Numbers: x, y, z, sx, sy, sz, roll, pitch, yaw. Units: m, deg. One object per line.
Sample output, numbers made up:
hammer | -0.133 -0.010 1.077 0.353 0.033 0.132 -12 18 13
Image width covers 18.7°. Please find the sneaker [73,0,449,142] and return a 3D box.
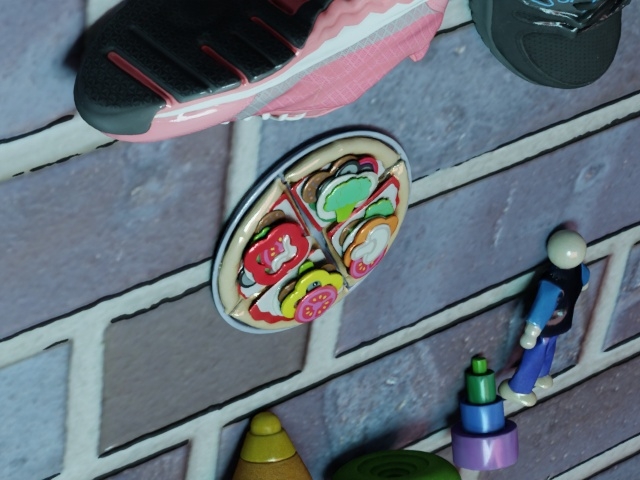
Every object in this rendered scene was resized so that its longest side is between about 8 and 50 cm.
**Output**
sneaker | -0.024 -0.122 1.351 0.314 0.116 0.136 -27 143 -26

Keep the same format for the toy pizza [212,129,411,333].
toy pizza | 0.000 0.000 1.575 0.201 0.032 0.201 -28 142 -25

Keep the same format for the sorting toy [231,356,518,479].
sorting toy | 0.047 0.185 1.786 0.366 0.127 0.126 -16 107 -40

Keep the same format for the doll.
doll | 0.219 0.072 1.864 0.129 0.046 0.189 -37 148 -49

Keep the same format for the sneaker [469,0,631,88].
sneaker | 0.192 -0.213 1.465 0.125 0.140 0.341 -40 147 -14
